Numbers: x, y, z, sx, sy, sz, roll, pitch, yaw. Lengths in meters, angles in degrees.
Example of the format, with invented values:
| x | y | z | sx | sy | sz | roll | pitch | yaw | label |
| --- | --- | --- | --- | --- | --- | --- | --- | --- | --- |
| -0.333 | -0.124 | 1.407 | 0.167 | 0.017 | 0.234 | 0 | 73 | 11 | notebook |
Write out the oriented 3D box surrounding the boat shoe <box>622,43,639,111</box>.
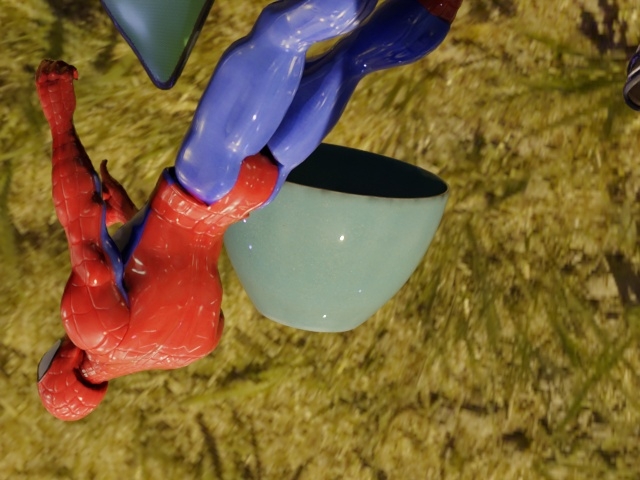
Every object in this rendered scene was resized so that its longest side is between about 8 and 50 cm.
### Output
| x | y | z | sx | sy | sz | roll | pitch | yaw | label |
| --- | --- | --- | --- | --- | --- | --- | --- | --- | --- |
| 0.205 | -0.094 | 0.653 | 0.125 | 0.038 | 0.046 | -12 | 125 | 46 | boat shoe |

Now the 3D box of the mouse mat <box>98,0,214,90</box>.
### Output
| x | y | z | sx | sy | sz | roll | pitch | yaw | label |
| --- | --- | --- | --- | --- | --- | --- | --- | --- | --- |
| -0.093 | -0.181 | 0.594 | 0.190 | 0.007 | 0.153 | 55 | 141 | 18 | mouse mat |

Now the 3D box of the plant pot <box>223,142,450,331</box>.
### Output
| x | y | z | sx | sy | sz | roll | pitch | yaw | label |
| --- | --- | --- | --- | --- | --- | --- | --- | --- | --- |
| 0.000 | 0.000 | 1.631 | 0.290 | 0.290 | 0.195 | 12 | 105 | 9 | plant pot |

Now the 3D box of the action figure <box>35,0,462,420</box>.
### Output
| x | y | z | sx | sy | sz | roll | pitch | yaw | label |
| --- | --- | --- | --- | --- | --- | --- | --- | --- | --- |
| -0.049 | -0.058 | 0.522 | 0.139 | 0.091 | 0.280 | 45 | 108 | 33 | action figure |
